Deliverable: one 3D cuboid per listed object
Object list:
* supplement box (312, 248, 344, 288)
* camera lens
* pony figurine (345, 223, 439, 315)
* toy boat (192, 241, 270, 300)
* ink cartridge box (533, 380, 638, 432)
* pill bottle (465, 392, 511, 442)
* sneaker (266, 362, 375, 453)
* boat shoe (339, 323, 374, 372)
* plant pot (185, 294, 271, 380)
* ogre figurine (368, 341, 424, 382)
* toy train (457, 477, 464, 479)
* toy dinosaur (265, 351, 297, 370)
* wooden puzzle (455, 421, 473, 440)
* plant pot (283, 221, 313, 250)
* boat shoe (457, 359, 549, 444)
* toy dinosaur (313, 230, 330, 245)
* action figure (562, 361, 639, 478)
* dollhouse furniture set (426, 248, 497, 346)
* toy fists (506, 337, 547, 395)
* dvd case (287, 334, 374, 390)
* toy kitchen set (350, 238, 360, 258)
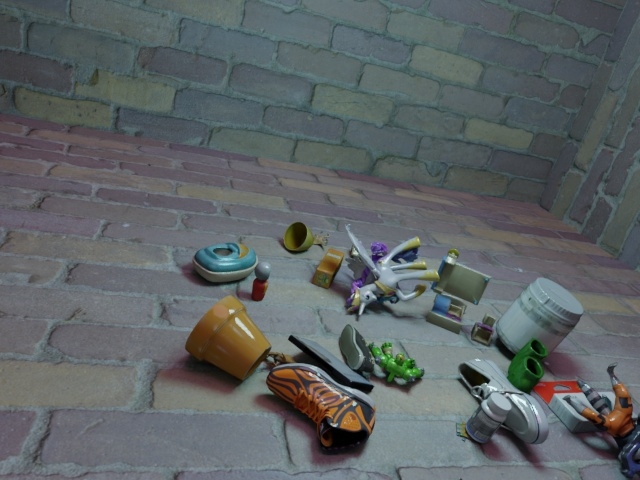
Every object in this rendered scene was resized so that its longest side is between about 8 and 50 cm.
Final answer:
[{"bbox_3d":[0.036,0.115,2.229,0.080,0.078,0.233,18,23,6],"label":"supplement box"},{"bbox_3d":[0.820,0.306,2.003,0.219,0.274,0.219,23,28,-13],"label":"camera lens"},{"bbox_3d":[0.237,0.114,2.087,0.363,0.303,0.351,-18,49,-3],"label":"pony figurine"},{"bbox_3d":[-0.304,0.091,1.985,0.318,0.148,0.267,31,28,32],"label":"toy boat"},{"bbox_3d":[0.898,0.547,1.820,0.275,0.060,0.239,5,27,-22],"label":"ink cartridge box"},{"bbox_3d":[0.488,0.513,1.534,0.078,0.137,0.078,22,24,-10],"label":"pill bottle"},{"bbox_3d":[-0.008,0.446,1.411,0.321,0.125,0.180,18,23,6],"label":"sneaker"},{"bbox_3d":[0.120,0.358,1.748,0.068,0.081,0.228,27,17,-18],"label":"boat shoe"},{"bbox_3d":[-0.252,0.296,1.535,0.188,0.205,0.205,37,28,11],"label":"plant pot"},{"bbox_3d":[0.244,0.401,1.710,0.197,0.097,0.118,46,12,1],"label":"ogre figurine"},{"bbox_3d":[0.387,0.636,1.356,0.083,0.024,0.017,23,25,17],"label":"toy train"},{"bbox_3d":[-0.094,0.366,1.585,0.211,0.064,0.112,21,1,21],"label":"toy dinosaur"},{"bbox_3d":[0.425,0.562,1.562,0.049,0.006,0.083,17,24,3],"label":"wooden puzzle"},{"bbox_3d":[-0.085,-0.007,2.387,0.134,0.134,0.095,37,5,40],"label":"plant pot"},{"bbox_3d":[0.536,0.486,1.640,0.156,0.136,0.367,7,22,-19],"label":"boat shoe"},{"bbox_3d":[0.000,0.000,2.515,0.092,0.053,0.183,-23,34,-32],"label":"toy dinosaur"},{"bbox_3d":[0.969,0.547,1.636,0.341,0.178,0.330,-31,75,-13],"label":"action figure"},{"bbox_3d":[0.591,0.198,2.098,0.286,0.303,0.198,21,25,13],"label":"dollhouse furniture set"},{"bbox_3d":[0.704,0.451,1.816,0.096,0.142,0.279,38,29,12],"label":"toy fists"},{"bbox_3d":[0.033,0.374,1.617,0.253,0.022,0.180,32,-2,32],"label":"dvd case"},{"bbox_3d":[0.182,0.047,2.487,0.075,0.083,0.068,15,-18,-1],"label":"toy kitchen set"}]
